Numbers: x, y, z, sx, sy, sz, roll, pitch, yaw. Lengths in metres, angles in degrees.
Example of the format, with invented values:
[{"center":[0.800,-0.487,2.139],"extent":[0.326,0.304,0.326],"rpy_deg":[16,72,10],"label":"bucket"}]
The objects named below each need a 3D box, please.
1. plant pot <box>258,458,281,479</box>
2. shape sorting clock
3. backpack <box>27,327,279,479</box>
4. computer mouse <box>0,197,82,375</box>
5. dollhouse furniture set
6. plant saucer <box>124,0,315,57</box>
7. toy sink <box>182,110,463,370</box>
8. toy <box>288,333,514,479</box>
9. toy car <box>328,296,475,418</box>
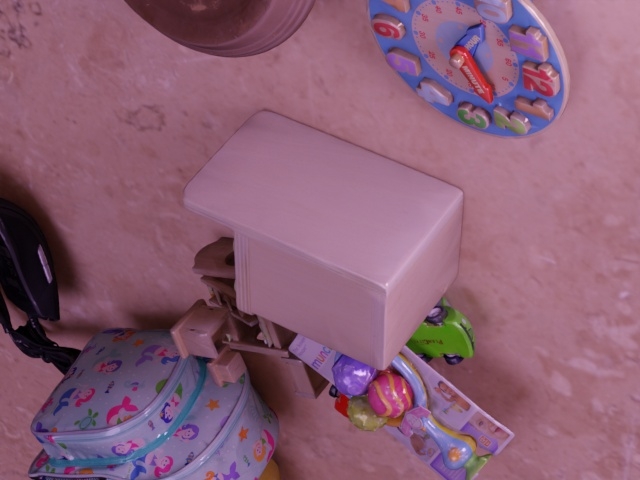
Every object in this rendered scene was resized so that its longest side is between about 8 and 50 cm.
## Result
[{"center":[-0.098,0.297,2.290],"extent":[0.134,0.095,0.134],"rpy_deg":[23,151,14],"label":"plant pot"},{"center":[0.126,-0.167,1.691],"extent":[0.206,0.040,0.206],"rpy_deg":[25,147,18],"label":"shape sorting clock"},{"center":[-0.184,0.215,2.192],"extent":[0.253,0.225,0.191],"rpy_deg":[5,134,32],"label":"backpack"},{"center":[-0.358,0.037,2.309],"extent":[0.184,0.060,0.262],"rpy_deg":[15,135,55],"label":"computer mouse"},{"center":[-0.091,0.118,2.067],"extent":[0.101,0.161,0.182],"rpy_deg":[7,130,36],"label":"dollhouse furniture set"},{"center":[-0.116,-0.291,1.746],"extent":[0.278,0.041,0.278],"rpy_deg":[20,126,31],"label":"plant saucer"},{"center":[0.000,0.000,1.885],"extent":[0.234,0.153,0.131],"rpy_deg":[23,139,21],"label":"toy sink"},{"center":[0.070,0.166,1.977],"extent":[0.237,0.056,0.137],"rpy_deg":[37,141,3],"label":"toy"},{"center":[0.072,0.090,1.990],"extent":[0.225,0.053,0.239],"rpy_deg":[-2,126,41],"label":"toy car"}]
